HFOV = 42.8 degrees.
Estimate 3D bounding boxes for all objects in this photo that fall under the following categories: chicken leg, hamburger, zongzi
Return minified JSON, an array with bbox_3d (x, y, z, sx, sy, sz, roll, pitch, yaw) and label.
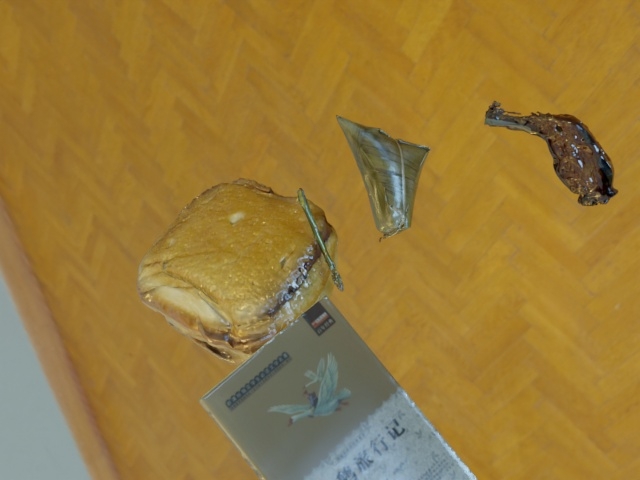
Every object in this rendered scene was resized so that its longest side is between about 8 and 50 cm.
[{"bbox_3d":[0.386,-0.158,1.338,0.253,0.051,0.106,40,108,9],"label":"chicken leg"},{"bbox_3d":[-0.123,0.046,1.315,0.304,0.284,0.174,28,162,30],"label":"hamburger"},{"bbox_3d":[0.098,-0.119,1.573,0.204,0.205,0.094,22,161,-27],"label":"zongzi"}]

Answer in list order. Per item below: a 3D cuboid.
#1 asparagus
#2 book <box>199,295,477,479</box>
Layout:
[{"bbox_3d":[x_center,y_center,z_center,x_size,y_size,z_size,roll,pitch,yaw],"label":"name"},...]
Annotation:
[{"bbox_3d":[0.000,0.000,1.198,0.166,0.013,0.016,67,163,-8],"label":"asparagus"},{"bbox_3d":[0.027,0.250,1.013,0.310,0.217,0.021,50,155,3],"label":"book"}]
